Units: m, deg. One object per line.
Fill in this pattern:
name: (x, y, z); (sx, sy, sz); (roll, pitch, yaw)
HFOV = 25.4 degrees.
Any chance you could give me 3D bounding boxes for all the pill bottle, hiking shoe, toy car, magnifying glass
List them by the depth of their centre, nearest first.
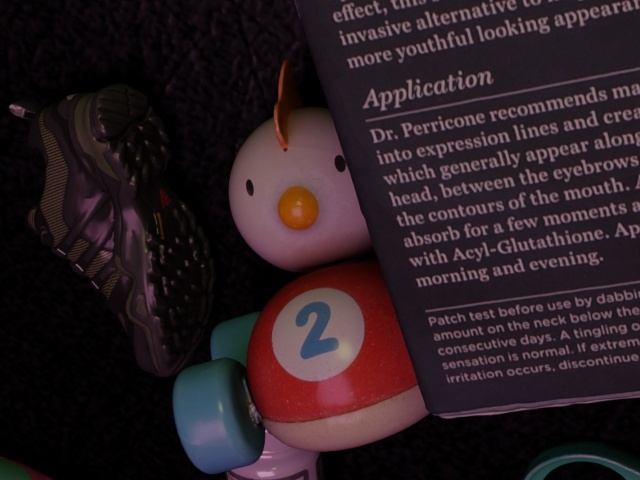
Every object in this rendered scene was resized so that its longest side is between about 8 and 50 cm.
toy car: (0.000, 0.000, 0.937); (0.219, 0.210, 0.238); (-17, 100, 13)
hiking shoe: (-0.153, -0.006, 1.048); (0.114, 0.086, 0.227); (0, 113, 32)
magnifying glass: (0.264, 0.196, 1.058); (0.231, 0.026, 0.092); (1, 118, 15)
pill bottle: (-0.035, 0.184, 1.108); (0.078, 0.078, 0.137); (3, 119, 15)

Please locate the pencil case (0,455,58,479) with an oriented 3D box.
pencil case: (-0.208, 0.265, 1.195); (0.236, 0.104, 0.104); (21, 122, 4)

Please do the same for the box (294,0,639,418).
box: (0.127, -0.157, 0.744); (0.212, 0.293, 0.395); (-9, 115, 21)
